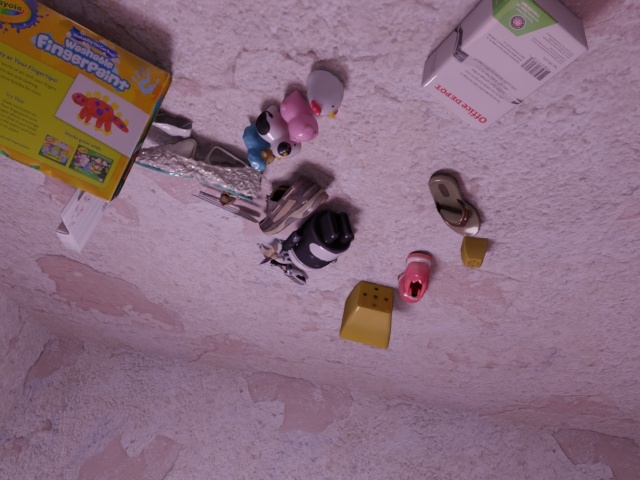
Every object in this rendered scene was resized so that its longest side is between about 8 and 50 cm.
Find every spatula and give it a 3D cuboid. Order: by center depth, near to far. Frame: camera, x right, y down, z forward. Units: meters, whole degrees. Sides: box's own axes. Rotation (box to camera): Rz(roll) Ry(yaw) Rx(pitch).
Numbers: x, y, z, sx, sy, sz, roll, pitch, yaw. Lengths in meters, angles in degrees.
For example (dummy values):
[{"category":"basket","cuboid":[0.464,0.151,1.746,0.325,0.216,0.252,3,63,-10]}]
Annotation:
[{"category":"spatula","cuboid":[-0.333,-0.112,1.662,0.242,0.019,0.168,23,-173,-6]}]

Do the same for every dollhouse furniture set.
[{"category":"dollhouse furniture set","cuboid":[-0.203,0.026,1.886,0.114,0.091,0.081,-45,71,44]}]

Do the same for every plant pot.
[{"category":"plant pot","cuboid":[0.524,0.046,1.604,0.081,0.083,0.081,6,144,10]},{"category":"plant pot","cuboid":[0.212,0.296,1.977,0.212,0.212,0.187,14,133,1]}]

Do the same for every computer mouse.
[{"category":"computer mouse","cuboid":[-0.122,0.132,1.981,0.106,0.042,0.193,7,156,38]}]

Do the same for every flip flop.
[{"category":"flip flop","cuboid":[0.410,-0.095,1.449,0.112,0.080,0.277,-10,138,31]}]

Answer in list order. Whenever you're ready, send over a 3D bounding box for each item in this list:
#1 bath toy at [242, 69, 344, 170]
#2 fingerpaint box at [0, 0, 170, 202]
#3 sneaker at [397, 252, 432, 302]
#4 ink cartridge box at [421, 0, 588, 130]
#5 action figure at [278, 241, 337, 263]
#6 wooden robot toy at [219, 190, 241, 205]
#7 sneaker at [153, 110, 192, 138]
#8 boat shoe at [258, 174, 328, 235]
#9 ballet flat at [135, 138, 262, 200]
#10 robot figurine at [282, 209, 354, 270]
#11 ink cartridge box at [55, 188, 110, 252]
[{"category":"bath toy","cuboid":[-0.072,-0.315,1.272,0.151,0.129,0.348,36,139,-27]},{"category":"fingerpaint box","cuboid":[-0.665,-0.364,1.194,0.444,0.371,0.163,25,-176,-18]},{"category":"sneaker","cuboid":[0.351,0.179,1.806,0.116,0.136,0.314,9,145,9]},{"category":"ink cartridge box","cuboid":[0.381,-0.395,1.007,0.198,0.115,0.273,28,143,-18]},{"category":"action figure","cuboid":[-0.044,0.063,1.851,0.232,0.063,0.137,3,151,17]},{"category":"wooden robot toy","cuboid":[-0.316,-0.155,1.626,0.076,0.079,0.173,18,146,-5]},{"category":"sneaker","cuboid":[-0.469,-0.350,1.431,0.152,0.054,0.061,19,148,-7]},{"category":"boat shoe","cuboid":[-0.113,-0.126,1.581,0.355,0.132,0.130,-27,103,49]},{"category":"ballet flat","cuboid":[-0.375,-0.246,1.492,0.408,0.147,0.147,17,145,-9]},{"category":"robot figurine","cuboid":[-0.002,-0.002,1.652,0.209,0.174,0.278,36,141,-12]},{"category":"ink cartridge box","cuboid":[-0.852,-0.130,1.680,0.060,0.275,0.239,14,145,1]}]
